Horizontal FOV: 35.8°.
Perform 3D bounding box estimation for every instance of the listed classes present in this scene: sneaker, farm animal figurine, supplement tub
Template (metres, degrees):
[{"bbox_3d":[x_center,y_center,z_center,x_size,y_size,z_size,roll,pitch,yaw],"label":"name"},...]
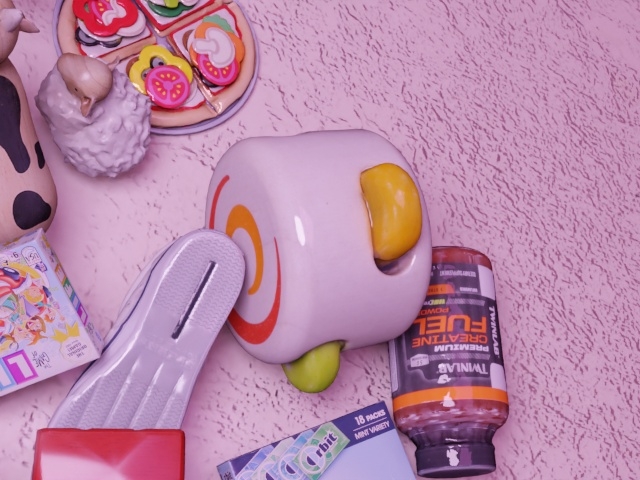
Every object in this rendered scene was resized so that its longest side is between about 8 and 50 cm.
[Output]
[{"bbox_3d":[-0.143,0.108,0.800,0.094,0.091,0.258,35,81,-13],"label":"sneaker"},{"bbox_3d":[-0.283,-0.111,0.703,0.330,0.172,0.326,-44,129,-29],"label":"farm animal figurine"},{"bbox_3d":[0.114,0.111,0.896,0.106,0.106,0.197,5,68,-22],"label":"supplement tub"}]

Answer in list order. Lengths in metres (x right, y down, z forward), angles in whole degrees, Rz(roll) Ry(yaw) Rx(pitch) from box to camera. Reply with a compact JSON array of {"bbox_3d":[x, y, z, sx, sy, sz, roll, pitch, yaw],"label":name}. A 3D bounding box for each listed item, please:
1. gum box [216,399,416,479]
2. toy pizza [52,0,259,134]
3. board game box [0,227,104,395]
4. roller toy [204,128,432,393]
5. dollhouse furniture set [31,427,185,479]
[{"bbox_3d":[0.017,0.248,0.836,0.157,0.041,0.184,-16,78,-28],"label":"gum box"},{"bbox_3d":[-0.152,-0.196,0.945,0.201,0.032,0.201,9,67,-20],"label":"toy pizza"},{"bbox_3d":[-0.253,0.066,0.729,0.154,0.026,0.103,-22,112,4],"label":"board game box"},{"bbox_3d":[0.000,0.000,0.838,0.146,0.209,0.191,-9,39,-28],"label":"roller toy"},{"bbox_3d":[-0.275,0.209,0.619,0.374,0.152,0.201,2,68,-9],"label":"dollhouse furniture set"}]
